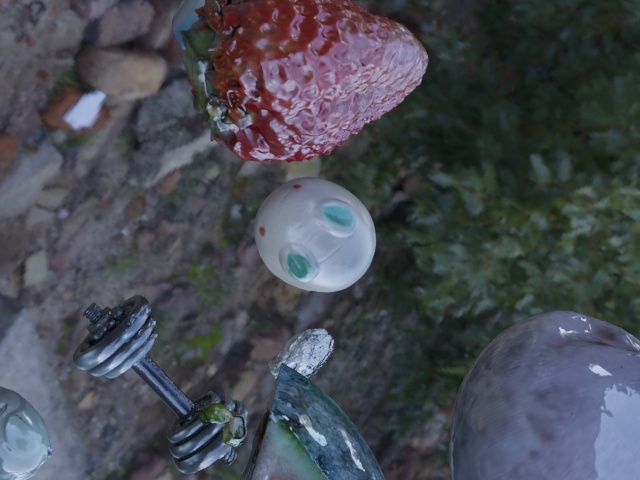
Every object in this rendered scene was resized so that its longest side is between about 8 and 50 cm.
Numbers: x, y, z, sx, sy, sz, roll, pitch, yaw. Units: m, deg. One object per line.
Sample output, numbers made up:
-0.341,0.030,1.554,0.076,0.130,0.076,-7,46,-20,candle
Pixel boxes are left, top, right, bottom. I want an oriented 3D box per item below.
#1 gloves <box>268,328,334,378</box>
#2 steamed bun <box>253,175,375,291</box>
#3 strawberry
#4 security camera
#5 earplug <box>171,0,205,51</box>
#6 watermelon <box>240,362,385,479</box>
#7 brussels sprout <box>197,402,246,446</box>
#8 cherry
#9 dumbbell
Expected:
-0.031,0.252,2.233,0.114,0.070,0.153,28,115,-38,gloves
0.000,0.000,1.614,0.177,0.131,0.228,-48,139,1,steamed bun
-0.008,-0.243,1.464,0.351,0.312,0.267,-3,98,-26,strawberry
-0.580,0.367,1.734,0.277,0.191,0.197,-50,174,-44,security camera
-0.112,-0.438,1.642,0.185,0.185,0.324,-35,164,-38,earplug
-0.036,0.374,1.369,0.258,0.387,0.228,-22,-176,17,watermelon
-0.147,0.280,1.589,0.051,0.046,0.083,-52,120,-20,brussels sprout
0.298,0.252,1.243,0.335,0.326,0.291,-20,-178,-42,cherry
-0.298,0.273,1.942,0.179,0.406,0.179,-37,-166,11,dumbbell
